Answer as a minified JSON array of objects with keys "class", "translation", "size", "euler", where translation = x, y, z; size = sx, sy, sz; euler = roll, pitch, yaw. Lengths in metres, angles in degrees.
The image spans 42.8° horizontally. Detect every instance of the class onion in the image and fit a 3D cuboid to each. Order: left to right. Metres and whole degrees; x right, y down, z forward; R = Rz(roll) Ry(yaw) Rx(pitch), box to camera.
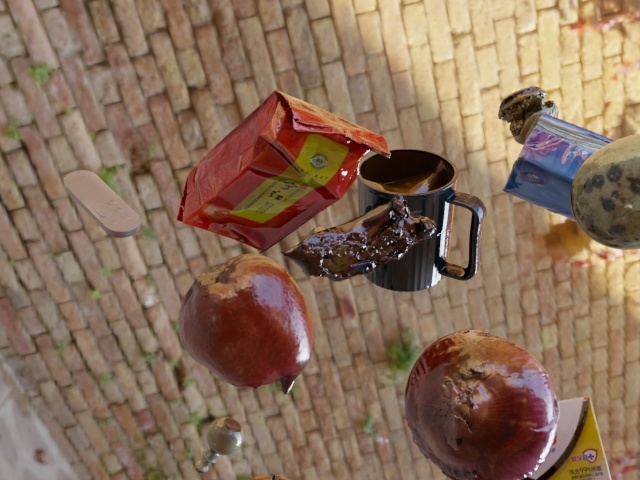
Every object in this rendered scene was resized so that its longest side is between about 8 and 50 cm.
[{"class":"onion","translation":[0.220,0.241,1.163],"size":[0.163,0.230,0.230],"euler":[14,61,-68]}]

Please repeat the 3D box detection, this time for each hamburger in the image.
[{"class":"hamburger","translation":[0.587,-0.350,2.273],"size":[0.131,0.159,0.185],"euler":[62,-9,21]}]

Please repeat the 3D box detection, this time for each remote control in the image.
[{"class":"remote control","translation":[-0.463,-0.079,1.725],"size":[0.245,0.077,0.022],"euler":[40,-42,33]}]

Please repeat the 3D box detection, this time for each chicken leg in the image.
[{"class":"chicken leg","translation":[0.057,0.002,1.137],"size":[0.063,0.234,0.105],"euler":[50,-21,52]}]

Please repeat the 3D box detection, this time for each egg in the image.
[{"class":"egg","translation":[0.402,-0.064,1.020],"size":[0.141,0.181,0.141],"euler":[34,40,-35]}]

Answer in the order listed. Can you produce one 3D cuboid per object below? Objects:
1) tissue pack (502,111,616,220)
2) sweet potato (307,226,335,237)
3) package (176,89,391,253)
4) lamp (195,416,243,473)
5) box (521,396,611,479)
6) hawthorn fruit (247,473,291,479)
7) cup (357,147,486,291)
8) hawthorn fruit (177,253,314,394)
[{"class":"tissue pack","translation":[0.544,-0.136,1.738],"size":[0.146,0.263,0.198],"euler":[-62,170,-15]},{"class":"sweet potato","translation":[-0.002,0.000,2.010],"size":[0.249,0.069,0.059],"euler":[-34,134,-79]},{"class":"package","translation":[-0.078,-0.115,1.425],"size":[0.423,0.196,0.123],"euler":[-34,-134,47]},{"class":"lamp","translation":[-0.255,0.508,1.993],"size":[0.091,0.163,0.091],"euler":[32,16,-10]},{"class":"box","translation":[0.392,0.402,1.531],"size":[0.097,0.265,0.168],"euler":[59,24,-60]},{"class":"hawthorn fruit","translation":[-0.125,0.702,2.044],"size":[0.196,0.196,0.225],"euler":[41,59,-86]},{"class":"cup","translation":[0.240,-0.047,2.029],"size":[0.242,0.308,0.292],"euler":[-90,180,-57]},{"class":"hawthorn fruit","translation":[-0.155,0.175,1.801],"size":[0.295,0.311,0.295],"euler":[25,90,-88]}]
